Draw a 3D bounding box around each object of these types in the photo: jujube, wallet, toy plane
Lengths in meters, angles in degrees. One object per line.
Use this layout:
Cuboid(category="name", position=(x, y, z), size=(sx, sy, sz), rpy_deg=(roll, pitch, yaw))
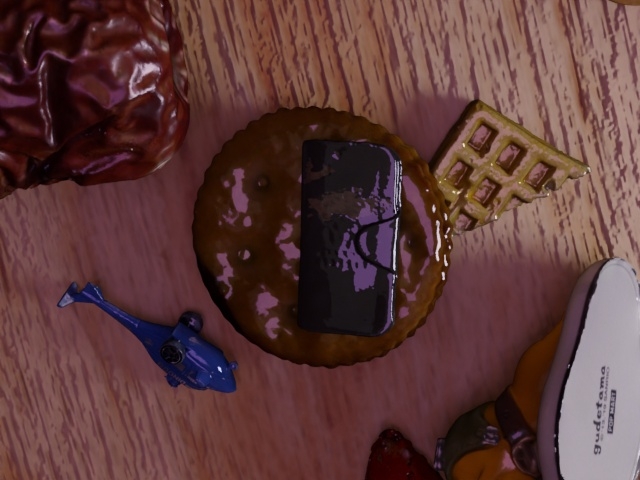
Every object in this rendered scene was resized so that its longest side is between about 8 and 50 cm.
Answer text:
Cuboid(category="jujube", position=(-0.223, -0.130, 1.175), size=(0.232, 0.213, 0.212), rpy_deg=(-11, 100, 5))
Cuboid(category="wallet", position=(0.022, -0.001, 1.199), size=(0.082, 0.018, 0.156), rpy_deg=(6, 101, 15))
Cuboid(category="toy plane", position=(-0.143, 0.084, 1.297), size=(0.167, 0.054, 0.062), rpy_deg=(34, 125, -5))

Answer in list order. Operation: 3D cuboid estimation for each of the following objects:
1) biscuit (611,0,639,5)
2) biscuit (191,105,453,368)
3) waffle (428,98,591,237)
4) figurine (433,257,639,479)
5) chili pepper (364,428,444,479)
Cuboid(category="biscuit", position=(0.291, -0.244, 1.228), size=(0.184, 0.027, 0.133), rpy_deg=(13, 102, 0))
Cuboid(category="biscuit", position=(0.000, 0.000, 1.247), size=(0.221, 0.066, 0.220), rpy_deg=(2, 97, 14))
Cuboid(category="waffle", position=(0.124, -0.011, 1.279), size=(0.125, 0.032, 0.191), rpy_deg=(30, 103, -7))
Cuboid(category="figurine", position=(0.180, 0.136, 1.278), size=(0.141, 0.167, 0.249), rpy_deg=(2, 74, 37))
Cuboid(category="chili pepper", position=(0.081, 0.353, 1.310), size=(0.110, 0.110, 0.387), rpy_deg=(-3, 95, 3))
